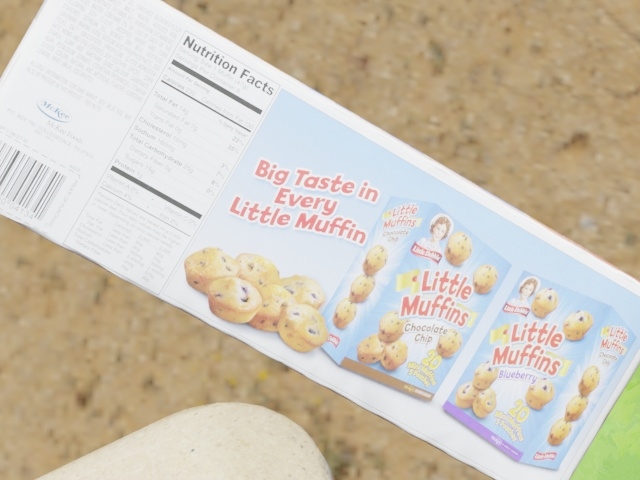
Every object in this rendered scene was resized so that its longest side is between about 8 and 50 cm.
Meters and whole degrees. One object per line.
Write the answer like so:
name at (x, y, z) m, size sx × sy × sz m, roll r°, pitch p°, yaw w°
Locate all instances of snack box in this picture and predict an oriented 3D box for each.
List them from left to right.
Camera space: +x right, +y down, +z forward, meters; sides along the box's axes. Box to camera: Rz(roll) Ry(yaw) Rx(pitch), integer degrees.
snack box at (0.000, 0.000, 0.476) m, size 0.064 × 0.178 × 0.022 m, roll -60°, pitch 15°, yaw 3°

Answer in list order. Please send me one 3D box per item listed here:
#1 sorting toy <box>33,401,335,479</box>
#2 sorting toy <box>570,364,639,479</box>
sorting toy at (-0.097, 0.160, 0.274) m, size 0.229 × 0.041 × 0.307 m, roll -22°, pitch 35°, yaw 11°
sorting toy at (0.148, 0.058, 0.704) m, size 0.365 × 0.127 × 0.126 m, roll -61°, pitch 8°, yaw -3°
